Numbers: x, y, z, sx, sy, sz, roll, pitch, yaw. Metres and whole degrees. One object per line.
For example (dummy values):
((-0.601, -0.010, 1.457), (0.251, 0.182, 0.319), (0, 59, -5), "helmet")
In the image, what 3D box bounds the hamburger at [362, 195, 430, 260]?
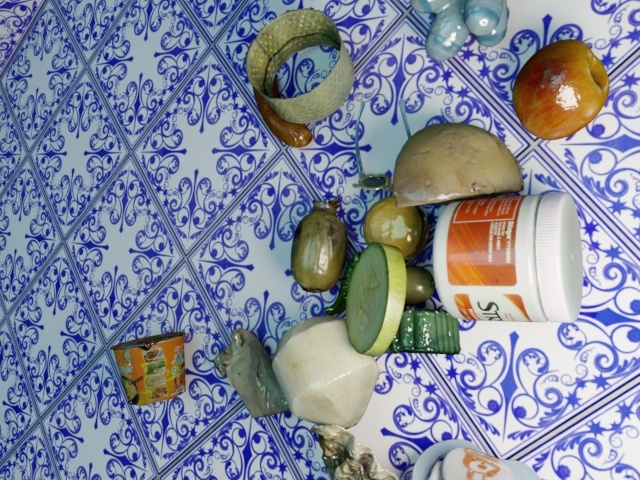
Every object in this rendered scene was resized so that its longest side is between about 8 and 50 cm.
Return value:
((0.182, -0.028, 1.344), (0.162, 0.115, 0.162), (-3, 84, 32), "hamburger")

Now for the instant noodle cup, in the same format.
((-0.515, 0.392, 1.717), (0.230, 0.230, 0.182), (-10, 88, 33), "instant noodle cup")

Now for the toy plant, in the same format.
((0.339, -0.557, 1.242), (0.247, 0.247, 0.332), (38, 109, 31), "toy plant")

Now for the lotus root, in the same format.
((-0.002, -0.001, 1.454), (0.154, 0.154, 0.278), (6, 80, 34), "lotus root")

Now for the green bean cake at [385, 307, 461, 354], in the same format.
((0.197, 0.204, 1.256), (0.193, 0.208, 0.107), (-4, 80, 31), "green bean cake")

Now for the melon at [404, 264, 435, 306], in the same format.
((0.194, 0.108, 1.330), (0.162, 0.099, 0.099), (-9, 80, 35), "melon")

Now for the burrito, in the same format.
((-0.168, 0.394, 1.544), (0.347, 0.107, 0.175), (40, 123, 33), "burrito")

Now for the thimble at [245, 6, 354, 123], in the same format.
((-0.050, -0.456, 1.486), (0.270, 0.150, 0.271), (-6, 71, 18), "thimble")

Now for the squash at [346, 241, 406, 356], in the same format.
((0.115, 0.131, 1.238), (0.252, 0.048, 0.252), (-168, 90, -73), "squash")

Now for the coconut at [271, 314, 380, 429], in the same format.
((0.018, 0.323, 1.346), (0.237, 0.237, 0.266), (-43, 65, 23), "coconut")

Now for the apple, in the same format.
((0.488, -0.313, 1.160), (0.173, 0.160, 0.195), (-23, 65, 53), "apple")

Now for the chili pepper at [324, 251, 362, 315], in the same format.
((0.069, 0.111, 1.431), (0.050, 0.073, 0.182), (27, 95, 10), "chili pepper")

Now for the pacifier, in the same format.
((0.325, 0.553, 1.171), (0.278, 0.227, 0.207), (13, 132, 35), "pacifier")

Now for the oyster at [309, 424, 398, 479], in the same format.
((0.067, 0.581, 1.316), (0.238, 0.114, 0.351), (30, 125, 33), "oyster")

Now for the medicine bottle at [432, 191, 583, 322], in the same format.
((0.377, 0.036, 1.122), (0.240, 0.252, 0.253), (-4, 82, 34), "medicine bottle")

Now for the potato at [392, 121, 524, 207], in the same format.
((0.288, -0.179, 1.210), (0.211, 0.264, 0.190), (-9, 89, 39), "potato")

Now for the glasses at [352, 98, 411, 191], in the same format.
((0.170, -0.229, 1.366), (0.189, 0.088, 0.221), (9, 101, 45), "glasses")

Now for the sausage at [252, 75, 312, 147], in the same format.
((-0.123, -0.375, 1.612), (0.103, 0.076, 0.302), (-39, 65, 25), "sausage")
